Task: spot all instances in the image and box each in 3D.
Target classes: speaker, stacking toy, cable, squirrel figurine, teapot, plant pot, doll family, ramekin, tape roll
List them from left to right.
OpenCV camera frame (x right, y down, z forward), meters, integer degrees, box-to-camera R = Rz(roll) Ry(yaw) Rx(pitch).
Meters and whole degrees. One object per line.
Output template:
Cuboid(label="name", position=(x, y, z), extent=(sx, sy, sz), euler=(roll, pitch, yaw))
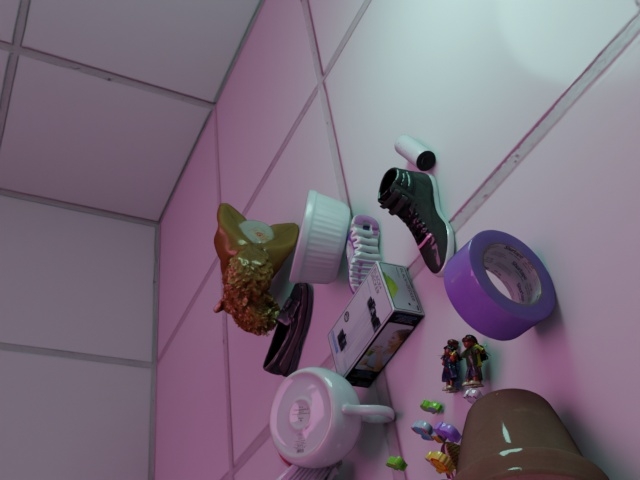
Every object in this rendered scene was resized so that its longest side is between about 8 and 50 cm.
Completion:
Cuboid(label="squirrel figurine", position=(-0.251, 0.142, 2.358), extent=(0.397, 0.281, 0.370), euler=(-94, 20, -53))
Cuboid(label="cable", position=(-0.088, 0.636, 1.765), extent=(0.089, 0.257, 0.257), euler=(48, 129, 9))
Cuboid(label="ramekin", position=(0.000, 0.000, 1.991), extent=(0.273, 0.127, 0.273), euler=(-168, 90, -88))
Cuboid(label="teapot", position=(0.017, 0.429, 1.702), extent=(0.256, 0.187, 0.253), euler=(41, 103, 47))
Cuboid(label="speaker", position=(0.234, -0.219, 1.763), extent=(0.055, 0.055, 0.136), euler=(-69, 26, 18))
Cuboid(label="stacking toy", position=(0.224, 0.377, 1.403), extent=(0.167, 0.052, 0.221), euler=(-49, 10, -28))
Cuboid(label="doll family", position=(0.282, 0.242, 1.422), extent=(0.193, 0.076, 0.111), euler=(144, 129, -59))
Cuboid(label="tape roll", position=(0.321, 0.079, 1.273), extent=(0.080, 0.189, 0.189), euler=(-52, 35, 45))
Cuboid(label="plant pot", position=(0.317, 0.369, 1.126), extent=(0.229, 0.263, 0.263), euler=(-82, 18, -57))

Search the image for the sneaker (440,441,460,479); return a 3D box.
Cuboid(label="sneaker", position=(0.262, 0.476, 1.355), extent=(0.084, 0.069, 0.185), euler=(-57, 30, 27))

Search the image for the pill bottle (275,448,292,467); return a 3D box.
Cuboid(label="pill bottle", position=(-0.030, 0.529, 1.898), extent=(0.180, 0.108, 0.108), euler=(-42, 40, 33))

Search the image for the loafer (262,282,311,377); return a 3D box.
Cuboid(label="loafer", position=(-0.103, 0.274, 2.201), extent=(0.109, 0.095, 0.303), euler=(13, 90, 66))

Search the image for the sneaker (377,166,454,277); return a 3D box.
Cuboid(label="sneaker", position=(0.209, -0.048, 1.626), extent=(0.104, 0.146, 0.296), euler=(-49, 38, 43))

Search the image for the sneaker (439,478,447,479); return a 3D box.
Cuboid(label="sneaker", position=(0.242, 0.548, 1.385), extent=(0.061, 0.053, 0.152), euler=(134, 141, -53))

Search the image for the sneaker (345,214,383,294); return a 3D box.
Cuboid(label="sneaker", position=(0.107, 0.053, 1.877), extent=(0.104, 0.095, 0.236), euler=(126, 152, -53))

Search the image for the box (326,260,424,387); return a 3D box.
Cuboid(label="box", position=(0.128, 0.209, 1.748), extent=(0.290, 0.087, 0.169), euler=(-58, 31, 36))
